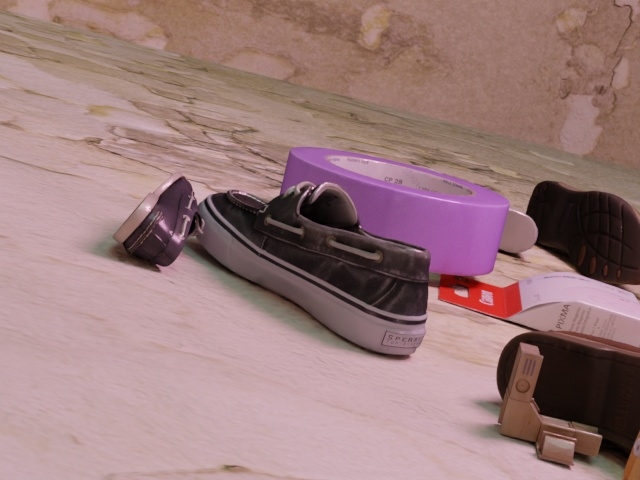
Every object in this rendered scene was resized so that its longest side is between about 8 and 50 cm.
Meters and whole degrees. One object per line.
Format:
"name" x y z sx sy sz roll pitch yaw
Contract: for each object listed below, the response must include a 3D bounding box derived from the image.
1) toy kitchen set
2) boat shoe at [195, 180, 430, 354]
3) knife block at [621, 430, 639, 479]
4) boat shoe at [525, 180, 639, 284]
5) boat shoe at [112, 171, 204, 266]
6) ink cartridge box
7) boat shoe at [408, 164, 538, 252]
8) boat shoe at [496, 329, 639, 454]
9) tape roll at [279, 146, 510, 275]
"toy kitchen set" 0.196 0.137 1.339 0.083 0.075 0.068 14 11 1
"boat shoe" 0.000 0.000 1.600 0.121 0.119 0.335 8 15 -44
"knife block" 0.342 0.230 1.073 0.242 0.088 0.275 17 10 -13
"boat shoe" 0.421 -0.011 2.383 0.120 0.122 0.324 17 11 -25
"boat shoe" -0.152 -0.015 1.613 0.065 0.075 0.206 40 12 -3
"ink cartridge box" 0.258 0.064 1.893 0.232 0.066 0.189 22 10 1
"boat shoe" 0.196 -0.041 2.303 0.228 0.079 0.081 23 1 0
"boat shoe" 0.305 0.144 1.390 0.307 0.110 0.104 25 14 34
"tape roll" 0.086 -0.038 1.976 0.275 0.090 0.275 13 11 -2
